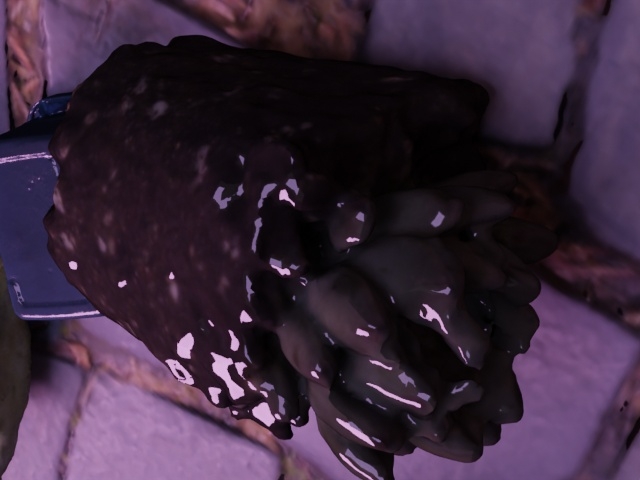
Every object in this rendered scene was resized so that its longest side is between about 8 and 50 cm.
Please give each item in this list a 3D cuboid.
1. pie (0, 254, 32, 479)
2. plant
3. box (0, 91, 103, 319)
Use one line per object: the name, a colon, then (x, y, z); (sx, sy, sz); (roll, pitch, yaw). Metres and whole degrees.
pie: (-0.258, 0.016, 0.966); (0.302, 0.067, 0.302); (16, 118, 31)
plant: (0.000, 0.000, 0.731); (0.194, 0.132, 0.129); (27, 125, 31)
box: (-0.103, -0.011, 0.848); (0.074, 0.054, 0.099); (-5, 104, 35)
